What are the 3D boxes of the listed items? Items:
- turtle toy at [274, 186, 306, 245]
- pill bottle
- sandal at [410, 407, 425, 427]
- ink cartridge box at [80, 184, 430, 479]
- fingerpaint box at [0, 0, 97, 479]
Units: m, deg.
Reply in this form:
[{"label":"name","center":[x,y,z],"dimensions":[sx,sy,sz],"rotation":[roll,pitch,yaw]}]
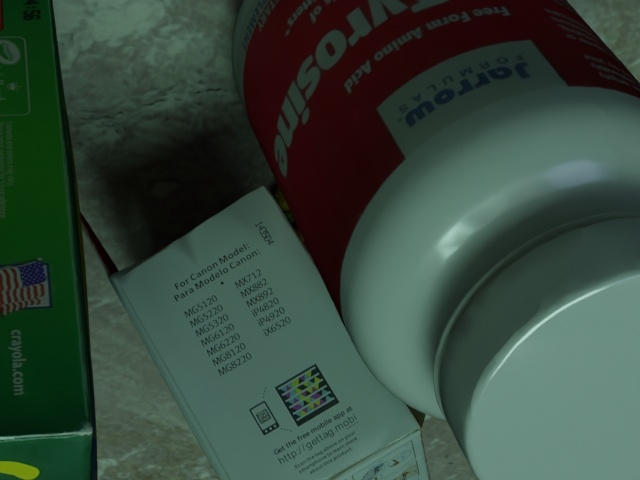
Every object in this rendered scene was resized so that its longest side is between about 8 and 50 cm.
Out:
[{"label":"turtle toy","center":[0.000,0.000,1.155],"dimensions":[0.095,0.066,0.130],"rotation":[27,121,-32]},{"label":"pill bottle","center":[0.098,-0.036,0.898],"dimensions":[0.229,0.407,0.229],"rotation":[-10,129,-13]},{"label":"sandal","center":[0.049,0.061,1.232],"dimensions":[0.079,0.088,0.240],"rotation":[8,128,15]},{"label":"ink cartridge box","center":[-0.038,0.103,1.067],"dimensions":[0.130,0.271,0.309],"rotation":[-30,157,-6]},{"label":"fingerpaint box","center":[-0.232,0.083,0.917],"dimensions":[0.163,0.444,0.371],"rotation":[-3,131,-12]}]
